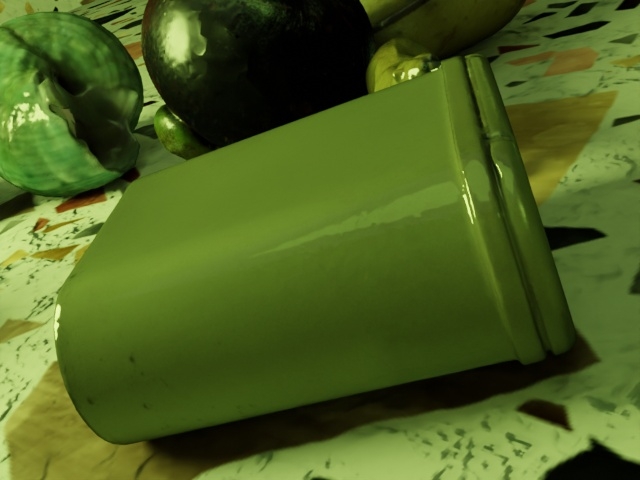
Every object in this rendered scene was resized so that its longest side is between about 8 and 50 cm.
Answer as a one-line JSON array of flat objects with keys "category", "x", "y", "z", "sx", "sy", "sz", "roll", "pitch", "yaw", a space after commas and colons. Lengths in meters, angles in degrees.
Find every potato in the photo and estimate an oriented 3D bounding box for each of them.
[{"category": "potato", "x": 0.129, "y": -0.262, "z": 1.001, "sx": 0.239, "sy": 0.116, "sz": 0.299, "roll": 0, "pitch": 41, "yaw": 48}]

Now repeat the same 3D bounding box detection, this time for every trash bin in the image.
[{"category": "trash bin", "x": 0.000, "y": 0.000, "z": 0.524, "sx": 0.248, "sy": 0.121, "sz": 0.243, "roll": -15, "pitch": 24, "yaw": 13}]

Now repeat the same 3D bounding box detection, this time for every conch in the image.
[{"category": "conch", "x": -0.283, "y": -0.149, "z": 0.998, "sx": 0.195, "sy": 0.220, "sz": 0.277, "roll": -57, "pitch": 3, "yaw": -1}]

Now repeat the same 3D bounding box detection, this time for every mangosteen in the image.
[{"category": "mangosteen", "x": -0.056, "y": -0.160, "z": 0.831, "sx": 0.216, "sy": 0.216, "sz": 0.216, "roll": -16, "pitch": 24, "yaw": 7}]

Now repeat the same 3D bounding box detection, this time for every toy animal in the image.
[{"category": "toy animal", "x": 0.074, "y": -0.108, "z": 0.707, "sx": 0.103, "sy": 0.101, "sz": 0.218, "roll": -13, "pitch": 20, "yaw": 7}]
